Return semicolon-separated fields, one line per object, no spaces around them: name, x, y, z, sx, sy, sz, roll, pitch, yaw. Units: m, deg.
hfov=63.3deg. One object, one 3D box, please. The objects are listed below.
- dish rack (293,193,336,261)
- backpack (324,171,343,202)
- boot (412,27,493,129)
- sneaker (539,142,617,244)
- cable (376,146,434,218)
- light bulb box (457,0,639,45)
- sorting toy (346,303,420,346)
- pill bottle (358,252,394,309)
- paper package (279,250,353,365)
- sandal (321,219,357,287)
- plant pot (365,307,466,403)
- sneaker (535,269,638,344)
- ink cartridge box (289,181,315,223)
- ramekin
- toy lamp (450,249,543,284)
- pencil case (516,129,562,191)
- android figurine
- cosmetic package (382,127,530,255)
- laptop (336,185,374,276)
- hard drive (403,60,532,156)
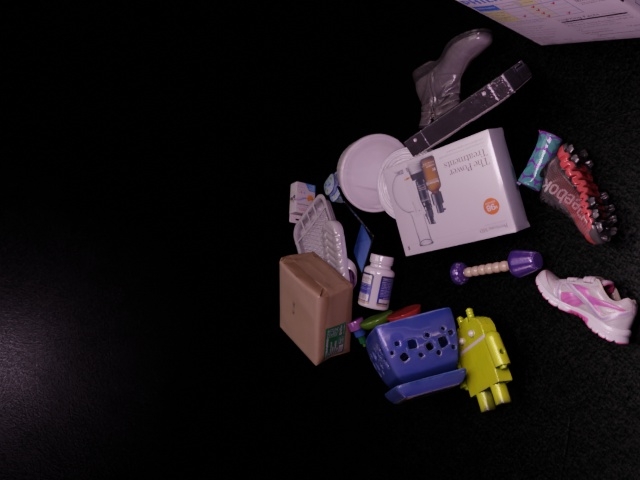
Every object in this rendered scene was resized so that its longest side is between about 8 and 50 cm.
dish rack;0.000;0.000;2.249;0.285;0.072;0.333;-50;43;39
backpack;0.068;-0.219;2.185;0.105;0.084;0.114;-50;45;43
boot;0.436;-0.502;1.666;0.338;0.118;0.223;-29;64;60
sneaker;0.613;-0.098;1.258;0.135;0.097;0.276;-43;46;45
cable;0.307;-0.180;1.706;0.257;0.089;0.257;9;103;35
light bulb box;0.579;-0.628;1.201;0.358;0.360;0.226;26;105;57
sorting toy;0.229;0.316;1.794;0.365;0.127;0.126;-25;88;54
pill bottle;0.203;0.145;1.842;0.112;0.111;0.187;15;95;58
paper package;-0.023;0.256;2.007;0.309;0.168;0.325;38;134;48
sandal;0.091;0.123;2.026;0.169;0.102;0.417;20;118;59
plant pot;0.278;0.344;1.506;0.236;0.235;0.212;98;158;-66
sneaker;0.619;0.128;1.198;0.252;0.102;0.111;42;113;47
ink cartridge box;-0.084;-0.171;2.398;0.061;0.104;0.182;-14;71;57
ramekin;0.181;-0.243;1.851;0.127;0.272;0.273;-142;65;-70
toy lamp;0.485;0.074;1.440;0.274;0.080;0.080;-15;69;57
pencil case;0.579;-0.210;1.372;0.070;0.064;0.152;42;117;52
android figurine;0.437;0.323;1.421;0.248;0.056;0.273;112;151;-59
cosmetic package;0.381;-0.128;1.514;0.377;0.097;0.285;-17;90;47
laptop;0.109;-0.042;1.930;0.136;0.264;0.234;-39;18;8
hard drive;0.423;-0.375;1.491;0.339;0.237;0.064;-33;95;40
